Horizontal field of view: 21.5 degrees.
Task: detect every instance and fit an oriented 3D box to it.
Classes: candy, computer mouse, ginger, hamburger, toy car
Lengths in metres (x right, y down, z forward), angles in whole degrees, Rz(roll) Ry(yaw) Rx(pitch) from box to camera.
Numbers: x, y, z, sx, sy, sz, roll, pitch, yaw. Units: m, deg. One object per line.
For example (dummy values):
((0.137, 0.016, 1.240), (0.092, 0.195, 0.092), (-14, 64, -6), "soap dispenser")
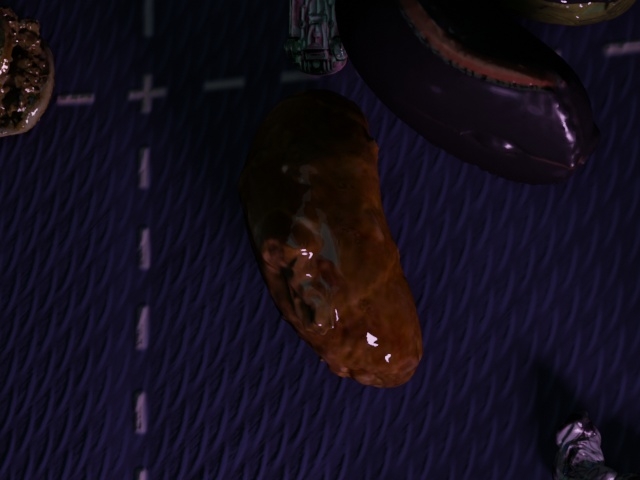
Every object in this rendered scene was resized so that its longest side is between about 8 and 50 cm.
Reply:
((0.327, 0.251, 1.651), (0.226, 0.051, 0.094), (32, 85, 18), "candy")
((0.134, -0.166, 1.714), (0.323, 0.183, 0.116), (38, 66, 18), "computer mouse")
((0.000, 0.000, 1.726), (0.165, 0.172, 0.321), (-26, 73, 49), "ginger")
((-0.383, -0.198, 1.880), (0.159, 0.131, 0.185), (-37, 66, 13), "hamburger")
((0.001, -0.250, 1.829), (0.069, 0.055, 0.142), (1, 90, 22), "toy car")

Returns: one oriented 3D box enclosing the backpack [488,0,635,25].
((0.229, -0.329, 1.743), (0.253, 0.140, 0.207), (20, 86, 7), "backpack")
